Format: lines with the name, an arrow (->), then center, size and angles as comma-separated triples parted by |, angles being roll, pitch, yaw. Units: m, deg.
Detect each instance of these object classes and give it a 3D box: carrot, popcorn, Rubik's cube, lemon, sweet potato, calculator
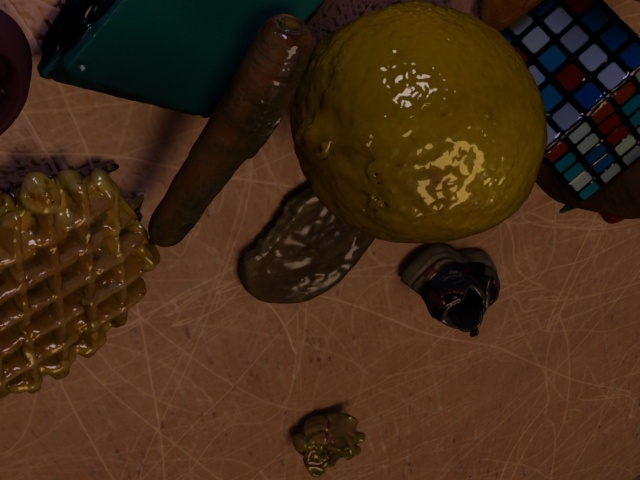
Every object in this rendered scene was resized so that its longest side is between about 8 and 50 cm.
carrot -> -0.099, -0.098, 1.460 | 0.070, 0.070, 0.342 | -6, 144, -41
popcorn -> 0.014, 0.323, 2.250 | 0.109, 0.089, 0.097 | -25, 160, -24
Rubik's cube -> 0.312, -0.190, 1.725 | 0.182, 0.184, 0.187 | -40, 148, 10
lemon -> 0.113, -0.127, 1.537 | 0.322, 0.268, 0.268 | -10, 141, -43
sweet potato -> 0.388, -0.092, 1.860 | 0.131, 0.131, 0.337 | -33, -171, -6
calculator -> -0.109, -0.237, 1.351 | 0.274, 0.058, 0.248 | -45, 150, 26

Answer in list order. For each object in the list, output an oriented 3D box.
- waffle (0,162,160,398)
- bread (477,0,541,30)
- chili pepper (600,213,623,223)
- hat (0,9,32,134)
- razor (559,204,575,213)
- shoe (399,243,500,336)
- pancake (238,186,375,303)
waffle -> -0.295, 0.052, 1.518 | 0.329, 0.062, 0.329 | -35, 147, -27
bread -> 0.243, -0.319, 1.607 | 0.154, 0.054, 0.136 | -36, 147, -4
chili pepper -> 0.468, -0.065, 2.194 | 0.059, 0.050, 0.191 | -35, 162, -7
hat -> -0.348, -0.145, 1.214 | 0.205, 0.089, 0.205 | -25, 153, -14
razor -> 0.391, -0.123, 2.058 | 0.066, 0.033, 0.190 | -19, 141, -26
shoe -> 0.218, 0.081, 2.072 | 0.099, 0.125, 0.228 | -50, 146, 18
pancake -> 0.001, 0.001, 1.819 | 0.236, 0.042, 0.222 | -40, 148, 7
